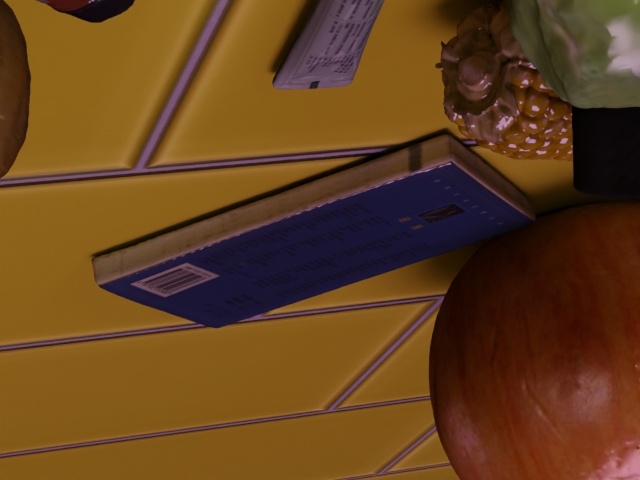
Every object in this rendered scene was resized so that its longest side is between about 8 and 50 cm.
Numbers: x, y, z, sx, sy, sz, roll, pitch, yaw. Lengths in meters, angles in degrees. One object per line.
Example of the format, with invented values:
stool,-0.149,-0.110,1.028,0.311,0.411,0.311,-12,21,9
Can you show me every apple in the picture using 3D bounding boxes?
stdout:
apple,0.220,0.097,1.447,0.286,0.233,0.286,-11,166,-3

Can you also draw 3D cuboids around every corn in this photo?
corn,0.174,-0.088,1.094,0.260,0.091,0.091,3,126,-41

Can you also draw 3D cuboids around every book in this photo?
book,0.000,0.000,1.342,0.269,0.025,0.191,-19,162,19

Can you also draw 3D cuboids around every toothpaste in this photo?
toothpaste,0.012,-0.119,0.994,0.048,0.029,0.197,-6,163,-13

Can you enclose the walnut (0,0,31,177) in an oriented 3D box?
walnut,-0.247,-0.044,0.804,0.238,0.204,0.141,-27,127,16

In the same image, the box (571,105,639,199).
box,0.307,-0.073,1.015,0.211,0.058,0.350,5,-164,43

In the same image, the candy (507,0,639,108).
candy,0.257,-0.152,0.914,0.344,0.142,0.132,-9,-171,-9

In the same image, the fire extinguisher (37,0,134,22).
fire extinguisher,-0.150,-0.136,0.806,0.062,0.050,0.177,1,171,36
